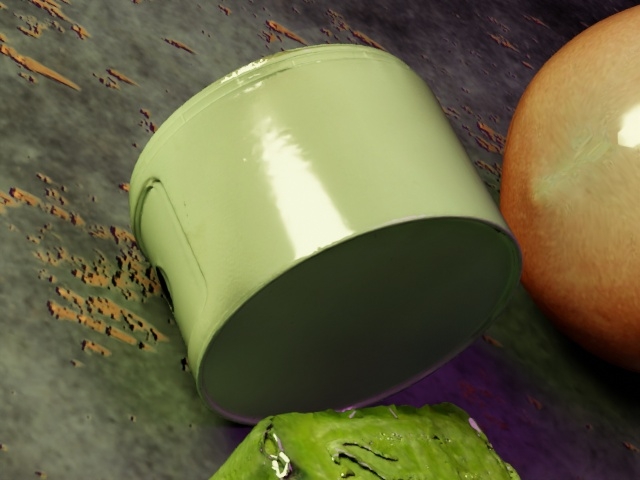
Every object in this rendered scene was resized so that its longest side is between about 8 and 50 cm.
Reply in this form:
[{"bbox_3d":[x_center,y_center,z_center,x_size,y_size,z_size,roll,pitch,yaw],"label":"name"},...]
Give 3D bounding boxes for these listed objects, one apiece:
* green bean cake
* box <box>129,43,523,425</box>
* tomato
[{"bbox_3d":[0.044,0.199,1.026,0.214,0.113,0.200,4,45,-41],"label":"green bean cake"},{"bbox_3d":[0.000,0.000,1.108,0.226,0.226,0.149,5,47,-40],"label":"box"},{"bbox_3d":[0.295,-0.046,1.360,0.322,0.321,0.321,25,37,-21],"label":"tomato"}]
